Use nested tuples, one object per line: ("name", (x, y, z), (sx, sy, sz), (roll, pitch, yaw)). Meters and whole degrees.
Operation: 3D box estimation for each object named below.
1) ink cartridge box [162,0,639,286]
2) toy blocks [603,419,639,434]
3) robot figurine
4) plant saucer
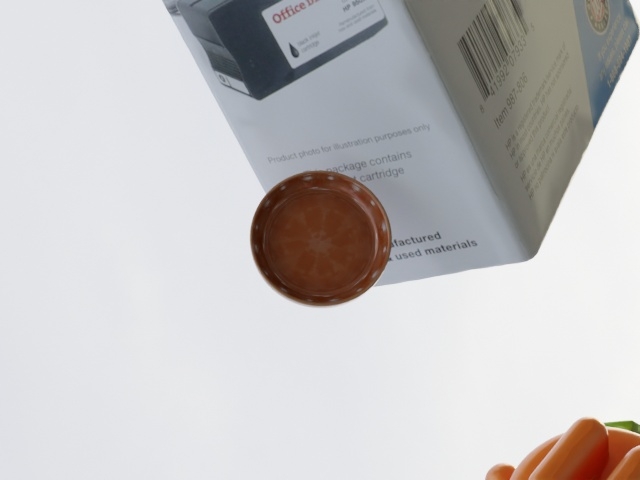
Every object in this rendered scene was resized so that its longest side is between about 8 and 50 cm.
("ink cartridge box", (0.030, -0.211, 1.222), (0.395, 0.166, 0.285), (62, -144, -24))
("toy blocks", (0.327, 0.323, 1.520), (0.381, 0.191, 0.261), (32, -122, -44))
("robot figurine", (0.190, 0.213, 1.314), (0.219, 0.158, 0.128), (78, -170, -50))
("plant saucer", (0.000, 0.000, 1.144), (0.083, 0.013, 0.083), (1, -108, -2))
